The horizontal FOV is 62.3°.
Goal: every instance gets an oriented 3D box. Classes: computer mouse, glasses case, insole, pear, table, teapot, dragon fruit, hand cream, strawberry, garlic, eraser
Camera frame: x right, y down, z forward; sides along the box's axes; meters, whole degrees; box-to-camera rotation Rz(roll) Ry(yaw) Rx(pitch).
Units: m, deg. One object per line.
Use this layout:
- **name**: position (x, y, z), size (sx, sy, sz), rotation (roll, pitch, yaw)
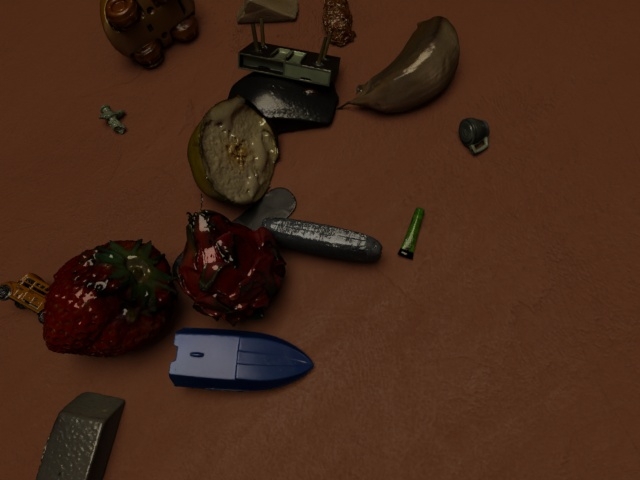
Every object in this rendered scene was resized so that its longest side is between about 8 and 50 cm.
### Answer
- **computer mouse**: position (-0.101, -0.369, 1.366), size (0.295, 0.087, 0.168), rotation (-3, 65, 4)
- **glasses case**: position (0.000, 0.000, 1.192), size (0.283, 0.109, 0.067), rotation (12, 73, 13)
- **insole**: position (-0.206, -0.010, 1.280), size (0.348, 0.009, 0.119), rotation (-38, 70, -7)
- **pear**: position (-0.244, -0.210, 1.283), size (0.178, 0.267, 0.266), rotation (0, 66, 36)
- **table**: position (-0.074, -0.483, 1.341), size (0.240, 0.111, 0.121), rotation (13, 36, 6)
- **teapot**: position (0.374, -0.253, 1.271), size (0.057, 0.066, 0.088), rotation (-14, 89, -16)
- **dragon fruit**: position (-0.197, 0.037, 1.128), size (0.234, 0.293, 0.234), rotation (-8, 25, 4)
- **hand cream**: position (0.211, -0.017, 1.214), size (0.036, 0.023, 0.122), rotation (20, 73, 3)
- **strawberry**: position (-0.462, 0.138, 1.146), size (0.288, 0.250, 0.238), rotation (-47, 35, 28)
- **garlic**: position (0.219, -0.414, 1.334), size (0.338, 0.151, 0.196), rotation (-47, 42, -4)
- **eraser**: position (-0.515, 0.493, 1.088), size (0.111, 0.077, 0.352), rotation (8, 69, 8)

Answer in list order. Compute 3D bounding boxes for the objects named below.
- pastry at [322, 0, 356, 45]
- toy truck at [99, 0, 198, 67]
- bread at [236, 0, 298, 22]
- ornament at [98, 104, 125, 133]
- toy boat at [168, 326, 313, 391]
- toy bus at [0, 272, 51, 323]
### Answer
- **pastry**: position (0.046, -0.618, 1.458), size (0.087, 0.063, 0.169), rotation (-10, 66, 2)
- **toy truck**: position (-0.477, -0.647, 1.469), size (0.288, 0.204, 0.211), rotation (-37, 65, -7)
- **bread**: position (-0.152, -0.660, 1.526), size (0.152, 0.105, 0.077), rotation (15, 67, -20)
- **ornament**: position (-0.568, -0.335, 1.445), size (0.068, 0.041, 0.092), rotation (-3, 54, -17)
- **toy boat**: position (-0.162, 0.259, 1.131), size (0.295, 0.088, 0.129), rotation (4, 68, -2)
- **toy bus**: position (-0.656, 0.139, 1.245), size (0.195, 0.083, 0.088), rotation (24, 70, 14)
